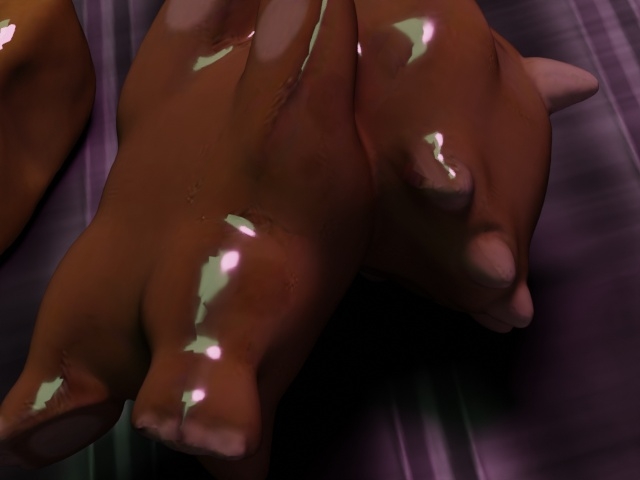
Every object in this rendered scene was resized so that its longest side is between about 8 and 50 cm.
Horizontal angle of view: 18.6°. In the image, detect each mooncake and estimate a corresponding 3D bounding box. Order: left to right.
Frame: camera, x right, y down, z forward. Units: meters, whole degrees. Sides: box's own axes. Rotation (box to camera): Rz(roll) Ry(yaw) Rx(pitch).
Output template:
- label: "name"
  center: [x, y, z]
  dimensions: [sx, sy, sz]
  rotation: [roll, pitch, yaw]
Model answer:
- label: "mooncake"
  center: [-0.243, -0.069, 1.020]
  dimensions: [0.235, 0.117, 0.235]
  rotation: [-11, 41, 9]

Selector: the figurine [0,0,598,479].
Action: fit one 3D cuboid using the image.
- label: "figurine"
  center: [0.004, -0.004, 0.798]
  dimensions: [0.177, 0.173, 0.247]
  rotation: [-8, 61, 48]
